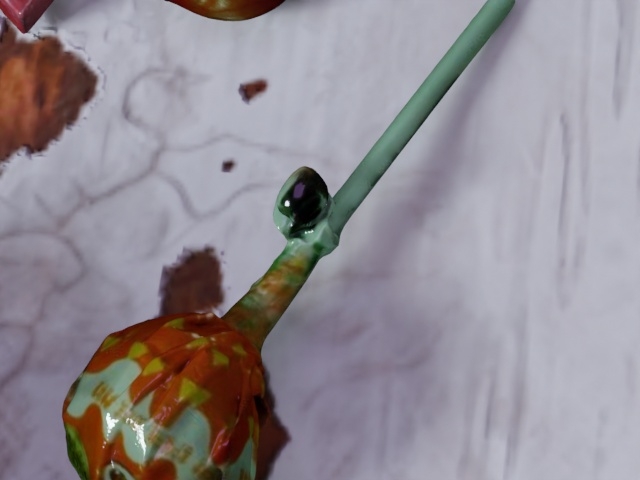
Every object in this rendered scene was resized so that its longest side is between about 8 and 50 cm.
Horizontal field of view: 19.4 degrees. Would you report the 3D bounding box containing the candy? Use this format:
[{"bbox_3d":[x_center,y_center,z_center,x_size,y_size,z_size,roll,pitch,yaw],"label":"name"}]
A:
[{"bbox_3d":[0.001,0.000,0.783,0.084,0.078,0.287,31,71,25],"label":"candy"}]

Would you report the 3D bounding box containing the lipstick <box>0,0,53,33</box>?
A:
[{"bbox_3d":[-0.221,-0.209,0.923,0.051,0.051,0.312,-42,68,-5],"label":"lipstick"}]

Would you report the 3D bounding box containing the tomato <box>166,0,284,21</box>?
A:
[{"bbox_3d":[-0.049,-0.140,0.833,0.075,0.087,0.087,-8,68,13],"label":"tomato"}]
